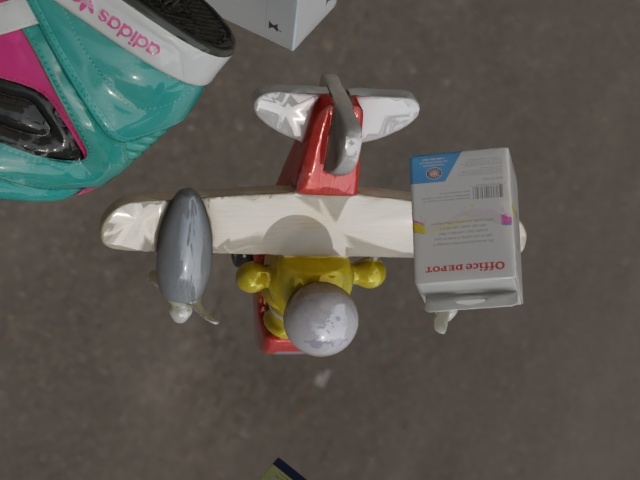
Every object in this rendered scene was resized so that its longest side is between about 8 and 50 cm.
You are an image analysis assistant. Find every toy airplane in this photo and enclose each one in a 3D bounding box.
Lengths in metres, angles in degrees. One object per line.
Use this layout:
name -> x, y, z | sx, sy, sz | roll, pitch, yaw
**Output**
toy airplane -> 0.000, 0.000, 1.927 | 0.384, 0.386, 0.272 | 41, 32, -45

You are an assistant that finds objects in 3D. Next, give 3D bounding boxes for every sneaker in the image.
sneaker -> -0.211, -0.121, 0.902 | 0.178, 0.295, 0.124 | -54, 179, 20

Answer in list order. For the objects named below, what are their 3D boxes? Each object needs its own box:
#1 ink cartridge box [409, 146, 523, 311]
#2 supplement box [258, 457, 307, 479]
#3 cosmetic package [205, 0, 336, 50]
ink cartridge box -> 0.134, 0.000, 1.519 | 0.090, 0.092, 0.143 | 56, 31, -69
supplement box -> -0.028, 0.254, 1.471 | 0.083, 0.083, 0.056 | -49, 143, -10
cosmetic package -> -0.109, -0.387, 1.520 | 0.097, 0.284, 0.377 | -54, 161, -37
